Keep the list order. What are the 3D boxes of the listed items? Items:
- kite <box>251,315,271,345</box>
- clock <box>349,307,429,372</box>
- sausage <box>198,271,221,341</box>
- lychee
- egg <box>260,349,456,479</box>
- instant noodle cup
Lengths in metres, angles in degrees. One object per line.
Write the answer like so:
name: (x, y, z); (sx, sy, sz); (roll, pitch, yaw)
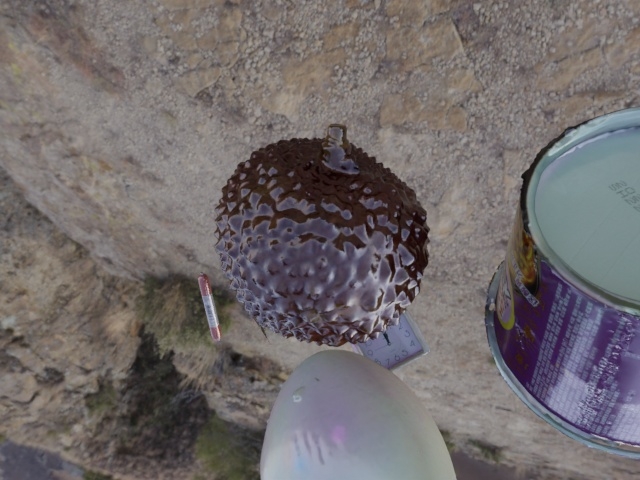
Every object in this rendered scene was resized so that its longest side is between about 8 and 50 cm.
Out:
kite: (-0.176, 0.160, 1.189); (0.009, 0.232, 0.189); (-23, 161, 6)
clock: (0.192, 0.290, 1.328); (0.192, 0.146, 0.071); (-29, 176, 5)
sausage: (-0.304, 0.186, 1.282); (0.030, 0.029, 0.223); (3, 114, 23)
lychee: (0.000, 0.000, 0.602); (0.276, 0.275, 0.304); (13, 123, 9)
egg: (0.046, 0.386, 0.908); (0.355, 0.339, 0.354); (-17, 156, -8)
instant noodle cup: (0.345, 0.032, 0.511); (0.340, 0.339, 0.266); (2, 146, 25)
